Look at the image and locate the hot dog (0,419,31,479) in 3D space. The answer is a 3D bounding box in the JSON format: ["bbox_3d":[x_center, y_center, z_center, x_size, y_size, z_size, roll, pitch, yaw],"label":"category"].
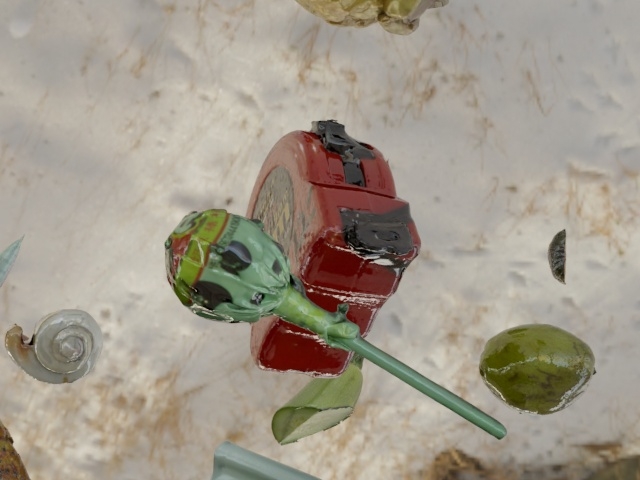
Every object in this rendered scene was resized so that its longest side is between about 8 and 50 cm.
[{"bbox_3d":[-0.288,0.170,0.827,0.053,0.099,0.192,-31,89,19],"label":"hot dog"}]

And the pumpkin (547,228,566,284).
[{"bbox_3d":[0.343,0.024,1.506,0.028,0.083,0.050,-3,161,12],"label":"pumpkin"}]

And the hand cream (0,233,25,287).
[{"bbox_3d":[-0.587,0.076,1.842,0.050,0.205,0.078,35,161,-9],"label":"hand cream"}]

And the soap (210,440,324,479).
[{"bbox_3d":[0.023,0.293,1.016,0.265,0.087,0.160,14,160,36],"label":"soap"}]

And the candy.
[{"bbox_3d":[0.018,0.072,0.800,0.305,0.083,0.091,31,153,-4],"label":"candy"}]

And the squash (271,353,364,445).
[{"bbox_3d":[0.019,0.212,1.427,0.075,0.200,0.090,30,127,19],"label":"squash"}]

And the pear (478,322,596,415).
[{"bbox_3d":[0.248,0.147,1.188,0.131,0.107,0.107,6,138,13],"label":"pear"}]

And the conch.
[{"bbox_3d":[-0.468,0.191,1.820,0.158,0.127,0.255,-17,180,-24],"label":"conch"}]

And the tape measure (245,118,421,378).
[{"bbox_3d":[0.000,0.001,1.109,0.114,0.260,0.253,10,131,-21],"label":"tape measure"}]

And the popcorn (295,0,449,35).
[{"bbox_3d":[0.078,-0.532,1.767,0.354,0.390,0.344,9,108,-18],"label":"popcorn"}]
